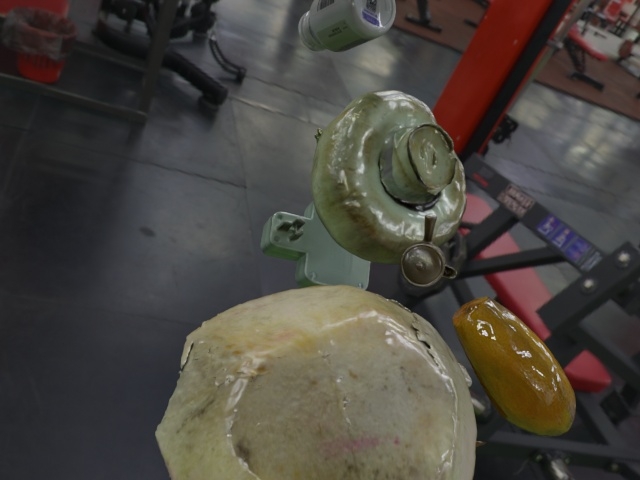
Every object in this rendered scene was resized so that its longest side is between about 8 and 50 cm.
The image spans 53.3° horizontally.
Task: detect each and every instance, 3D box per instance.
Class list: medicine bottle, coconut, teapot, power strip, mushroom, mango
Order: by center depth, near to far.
[{"bbox_3d":[-0.009,0.210,0.688,0.353,0.352,0.352,19,32,-13],"label":"coconut"},{"bbox_3d":[0.167,0.016,0.957,0.085,0.110,0.080,11,6,13],"label":"teapot"},{"bbox_3d":[0.354,0.239,1.149,0.359,0.144,0.187,50,1,-34],"label":"mango"},{"bbox_3d":[0.146,-0.125,1.269,0.352,0.260,0.352,6,78,-32],"label":"mushroom"},{"bbox_3d":[0.049,-0.486,1.391,0.135,0.135,0.215,1,-2,-36],"label":"medicine bottle"},{"bbox_3d":[0.000,0.000,1.540,0.261,0.141,0.229,14,69,-17],"label":"power strip"}]

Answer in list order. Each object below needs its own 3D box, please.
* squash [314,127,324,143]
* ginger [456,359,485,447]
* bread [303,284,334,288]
[{"bbox_3d":[0.047,-0.250,2.216,0.137,0.287,0.137,-3,16,1],"label":"squash"},{"bbox_3d":[0.279,0.431,1.509,0.254,0.176,0.418,-1,35,33],"label":"ginger"},{"bbox_3d":[0.043,0.195,1.233,0.211,0.183,0.224,-28,47,-21],"label":"bread"}]
